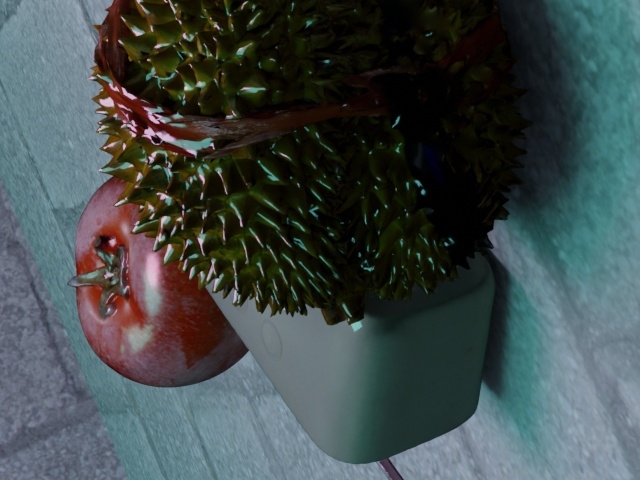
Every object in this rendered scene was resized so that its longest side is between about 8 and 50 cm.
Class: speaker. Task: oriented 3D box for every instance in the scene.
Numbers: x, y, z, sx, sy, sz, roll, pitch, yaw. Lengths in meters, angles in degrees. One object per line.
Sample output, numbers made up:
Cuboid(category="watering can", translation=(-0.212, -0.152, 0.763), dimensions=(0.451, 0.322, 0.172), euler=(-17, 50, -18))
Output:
Cuboid(category="speaker", translation=(0.000, 0.000, 1.596), dimensions=(0.406, 0.183, 0.184), euler=(52, 149, 35))

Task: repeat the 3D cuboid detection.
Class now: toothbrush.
Cuboid(category="toothbrush", translation=(0.104, 0.297, 1.877), dimensions=(0.194, 0.014, 0.017), euler=(52, 155, 35))

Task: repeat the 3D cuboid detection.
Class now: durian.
Cuboid(category="durian", translation=(-0.010, -0.115, 1.300), dimensions=(0.347, 0.347, 0.384), euler=(24, 124, 61))

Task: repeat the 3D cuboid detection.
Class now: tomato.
Cuboid(category="tomato", translation=(-0.165, 0.035, 1.965), dimensions=(0.270, 0.227, 0.270), euler=(6, 98, 53))
